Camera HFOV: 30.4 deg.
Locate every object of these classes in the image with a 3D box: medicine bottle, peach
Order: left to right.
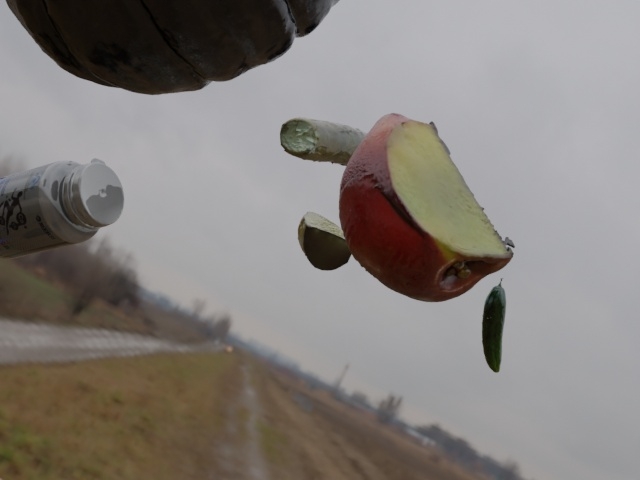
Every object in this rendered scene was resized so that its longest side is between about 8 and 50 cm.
[{"bbox_3d":[-0.346,-0.042,1.502,0.191,0.107,0.107,-12,-29,33],"label":"medicine bottle"},{"bbox_3d":[0.099,-0.041,1.511,0.154,0.159,0.267,-5,60,-45],"label":"peach"}]

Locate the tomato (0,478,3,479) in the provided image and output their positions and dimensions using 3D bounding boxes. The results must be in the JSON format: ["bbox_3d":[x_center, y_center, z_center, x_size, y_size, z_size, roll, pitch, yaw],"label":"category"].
[{"bbox_3d":[-0.423,0.362,1.265,0.270,0.270,0.222,31,12,-35],"label":"tomato"}]

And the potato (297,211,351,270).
[{"bbox_3d":[0.000,0.000,2.015,0.096,0.066,0.103,27,15,-13],"label":"potato"}]

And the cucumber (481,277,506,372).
[{"bbox_3d":[0.286,0.141,1.954,0.039,0.168,0.039,0,18,0],"label":"cucumber"}]

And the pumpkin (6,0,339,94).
[{"bbox_3d":[-0.138,-0.309,1.098,0.363,0.363,0.266,22,-23,32],"label":"pumpkin"}]

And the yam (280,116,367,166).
[{"bbox_3d":[0.048,-0.167,2.117,0.083,0.083,0.371,23,9,28],"label":"yam"}]
